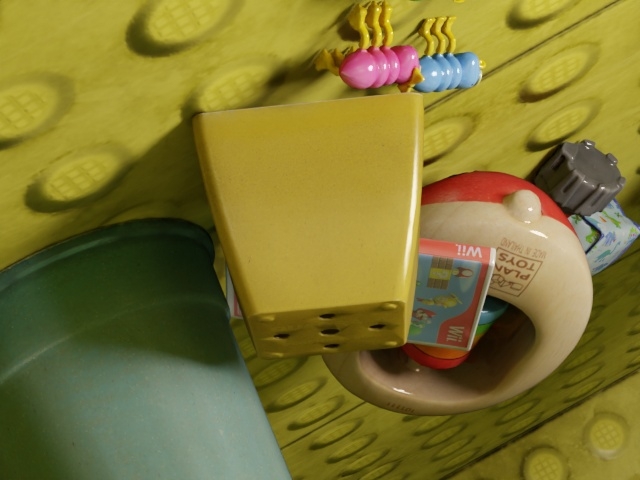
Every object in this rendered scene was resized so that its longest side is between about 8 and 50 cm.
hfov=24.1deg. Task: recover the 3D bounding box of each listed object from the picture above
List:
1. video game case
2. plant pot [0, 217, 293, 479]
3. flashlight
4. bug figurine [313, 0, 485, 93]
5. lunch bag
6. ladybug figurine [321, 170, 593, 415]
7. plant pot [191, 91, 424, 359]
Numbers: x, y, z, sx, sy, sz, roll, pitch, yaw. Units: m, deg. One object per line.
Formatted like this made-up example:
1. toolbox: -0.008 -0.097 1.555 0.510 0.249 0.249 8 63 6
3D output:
1. video game case: 0.037 0.048 1.648 0.285 0.025 0.204 8 149 2
2. plant pot: -0.193 0.210 1.542 0.341 0.334 0.341 -26 161 -10
3. flashlight: 0.297 -0.011 1.995 0.103 0.103 0.304 -11 155 -33
4. bug figurine: 0.119 -0.204 1.342 0.216 0.072 0.279 -14 155 -35
5. lunch bag: 0.362 0.010 2.144 0.128 0.096 0.151 -4 139 -50
6. ladybug figurine: 0.162 0.057 1.807 0.305 0.162 0.449 19 143 -13
7. plant pot: 0.000 0.000 1.411 0.212 0.187 0.212 -6 159 1
